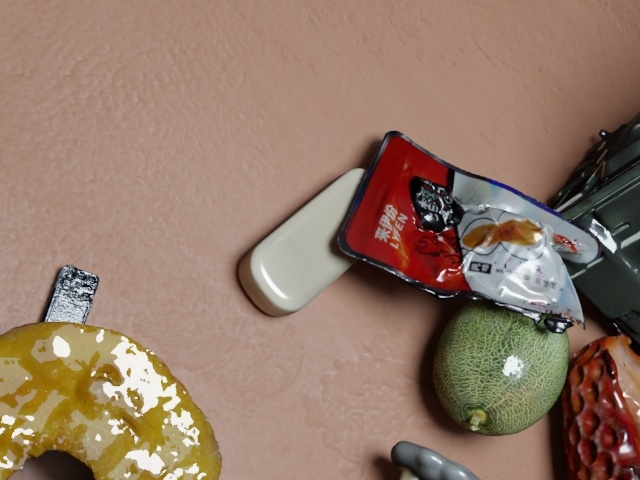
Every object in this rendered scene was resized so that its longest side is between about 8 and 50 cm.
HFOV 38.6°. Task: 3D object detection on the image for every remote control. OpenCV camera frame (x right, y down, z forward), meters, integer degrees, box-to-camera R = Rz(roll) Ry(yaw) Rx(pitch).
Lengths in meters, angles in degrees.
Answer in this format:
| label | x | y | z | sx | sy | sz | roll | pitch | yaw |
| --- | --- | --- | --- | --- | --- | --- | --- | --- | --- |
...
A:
| label | x | y | z | sx | sy | sz | roll | pitch | yaw |
| --- | --- | --- | --- | --- | --- | --- | --- | --- | --- |
| remote control | -0.234 | 0.071 | 0.839 | 0.039 | 0.014 | 0.096 | 24 | 65 | -22 |

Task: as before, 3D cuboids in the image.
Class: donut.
| label | x | y | z | sx | sy | sz | roll | pitch | yaw |
| --- | --- | --- | --- | --- | --- | --- | --- | --- | --- |
| donut | -0.229 | 0.207 | 0.745 | 0.278 | 0.108 | 0.277 | 6 | 77 | -26 |

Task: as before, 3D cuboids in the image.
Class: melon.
| label | x | y | z | sx | sy | sz | roll | pitch | yaw |
| --- | --- | --- | --- | --- | --- | --- | --- | --- | --- |
| melon | 0.191 | 0.130 | 0.972 | 0.139 | 0.139 | 0.192 | 42 | 50 | -11 |

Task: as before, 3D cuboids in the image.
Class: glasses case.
| label | x | y | z | sx | sy | sz | roll | pitch | yaw |
| --- | --- | --- | --- | --- | --- | --- | --- | --- | --- |
| glasses case | 0.000 | 0.000 | 0.961 | 0.196 | 0.050 | 0.083 | -39 | 93 | -31 |

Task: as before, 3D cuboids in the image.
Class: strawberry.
| label | x | y | z | sx | sy | sz | roll | pitch | yaw |
| --- | --- | --- | --- | --- | --- | --- | --- | --- | --- |
| strawberry | 0.346 | 0.275 | 1.017 | 0.280 | 0.150 | 0.253 | 45 | 40 | -7 |

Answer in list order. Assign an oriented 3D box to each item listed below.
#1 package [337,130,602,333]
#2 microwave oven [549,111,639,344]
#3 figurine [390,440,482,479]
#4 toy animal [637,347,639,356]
| label | x | y | z | sx | sy | sz | roll | pitch | yaw |
| --- | --- | --- | --- | --- | --- | --- | --- | --- | --- |
| package | 0.165 | -0.003 | 0.965 | 0.269 | 0.071 | 0.194 | 20 | 42 | 5 |
| microwave oven | 0.490 | -0.034 | 0.995 | 0.333 | 0.394 | 0.247 | 43 | 54 | -2 |
| figurine | 0.032 | 0.369 | 0.825 | 0.207 | 0.166 | 0.387 | 23 | 64 | 17 |
| toy animal | 0.458 | 0.172 | 1.156 | 0.241 | 0.057 | 0.099 | 10 | 65 | -23 |
